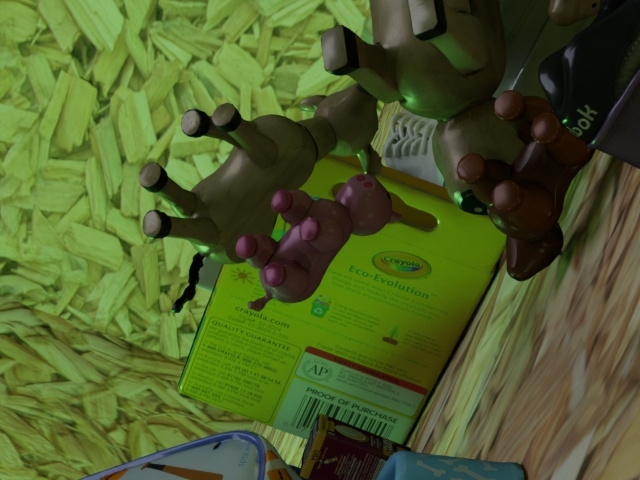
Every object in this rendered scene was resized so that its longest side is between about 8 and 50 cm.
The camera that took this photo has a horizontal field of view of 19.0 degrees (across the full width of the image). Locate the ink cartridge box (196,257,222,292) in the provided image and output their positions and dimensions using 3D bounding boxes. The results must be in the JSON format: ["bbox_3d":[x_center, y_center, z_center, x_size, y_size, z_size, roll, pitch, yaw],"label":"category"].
[{"bbox_3d":[0.000,0.000,1.913,0.307,0.223,0.129,-92,21,-82],"label":"ink cartridge box"}]

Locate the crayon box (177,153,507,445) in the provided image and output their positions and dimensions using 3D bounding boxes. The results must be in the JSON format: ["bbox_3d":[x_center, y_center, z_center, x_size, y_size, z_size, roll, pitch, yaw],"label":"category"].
[{"bbox_3d":[0.021,0.037,1.555,0.318,0.202,0.081,114,175,-45],"label":"crayon box"}]

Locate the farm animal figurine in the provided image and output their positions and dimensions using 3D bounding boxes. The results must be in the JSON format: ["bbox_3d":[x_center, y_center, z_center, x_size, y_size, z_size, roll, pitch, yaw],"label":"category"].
[{"bbox_3d":[0.060,-0.100,1.278,0.172,0.330,0.327,21,-107,-54],"label":"farm animal figurine"}]

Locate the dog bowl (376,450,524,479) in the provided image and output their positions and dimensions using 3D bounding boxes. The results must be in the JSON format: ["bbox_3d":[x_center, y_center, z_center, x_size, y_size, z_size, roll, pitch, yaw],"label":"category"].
[{"bbox_3d":[0.038,0.251,1.076,0.166,0.074,0.297,115,175,-60],"label":"dog bowl"}]

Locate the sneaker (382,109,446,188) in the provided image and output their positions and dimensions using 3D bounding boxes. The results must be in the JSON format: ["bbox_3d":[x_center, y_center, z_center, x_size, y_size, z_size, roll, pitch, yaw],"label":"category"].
[{"bbox_3d":[0.105,-0.084,1.821,0.258,0.091,0.094,131,159,-82],"label":"sneaker"}]

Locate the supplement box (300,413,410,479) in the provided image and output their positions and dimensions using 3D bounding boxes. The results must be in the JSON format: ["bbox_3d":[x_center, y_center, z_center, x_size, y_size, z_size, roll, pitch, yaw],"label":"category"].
[{"bbox_3d":[0.029,0.181,1.560,0.055,0.083,0.043,-89,20,-79],"label":"supplement box"}]

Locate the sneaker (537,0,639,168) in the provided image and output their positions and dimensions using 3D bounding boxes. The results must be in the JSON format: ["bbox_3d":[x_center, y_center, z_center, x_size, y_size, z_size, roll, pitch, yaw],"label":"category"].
[{"bbox_3d":[0.174,-0.160,0.783,0.107,0.124,0.283,123,167,-75],"label":"sneaker"}]

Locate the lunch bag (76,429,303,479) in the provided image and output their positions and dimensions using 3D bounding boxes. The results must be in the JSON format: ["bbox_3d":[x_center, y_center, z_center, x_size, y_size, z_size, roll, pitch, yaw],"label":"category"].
[{"bbox_3d":[-0.107,0.263,1.119,0.243,0.115,0.303,-19,38,31],"label":"lunch bag"}]

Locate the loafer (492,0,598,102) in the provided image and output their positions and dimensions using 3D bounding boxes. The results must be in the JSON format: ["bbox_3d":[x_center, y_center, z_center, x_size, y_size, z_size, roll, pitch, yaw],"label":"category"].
[{"bbox_3d":[0.171,-0.224,1.358,0.112,0.111,0.319,-117,47,-86],"label":"loafer"}]

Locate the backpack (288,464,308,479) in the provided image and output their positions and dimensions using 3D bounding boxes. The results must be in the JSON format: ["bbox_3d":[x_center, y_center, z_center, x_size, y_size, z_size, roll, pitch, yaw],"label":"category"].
[{"bbox_3d":[-0.027,0.251,1.586,0.120,0.098,0.101,68,-169,17],"label":"backpack"}]
